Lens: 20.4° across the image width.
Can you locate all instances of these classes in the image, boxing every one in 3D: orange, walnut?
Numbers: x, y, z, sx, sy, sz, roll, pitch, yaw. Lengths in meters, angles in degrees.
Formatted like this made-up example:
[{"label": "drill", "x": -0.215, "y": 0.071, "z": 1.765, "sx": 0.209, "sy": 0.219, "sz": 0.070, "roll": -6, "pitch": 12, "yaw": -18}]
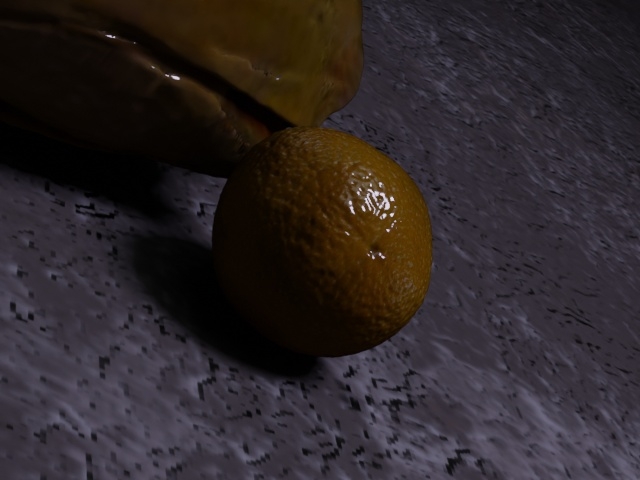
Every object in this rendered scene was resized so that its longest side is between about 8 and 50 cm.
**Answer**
[{"label": "orange", "x": 0.000, "y": 0.000, "z": 0.595, "sx": 0.085, "sy": 0.085, "sz": 0.085, "roll": 31, "pitch": 19, "yaw": -12}, {"label": "walnut", "x": -0.083, "y": -0.098, "z": 0.609, "sx": 0.245, "sy": 0.137, "sz": 0.137, "roll": 18, "pitch": 25, "yaw": -36}]
